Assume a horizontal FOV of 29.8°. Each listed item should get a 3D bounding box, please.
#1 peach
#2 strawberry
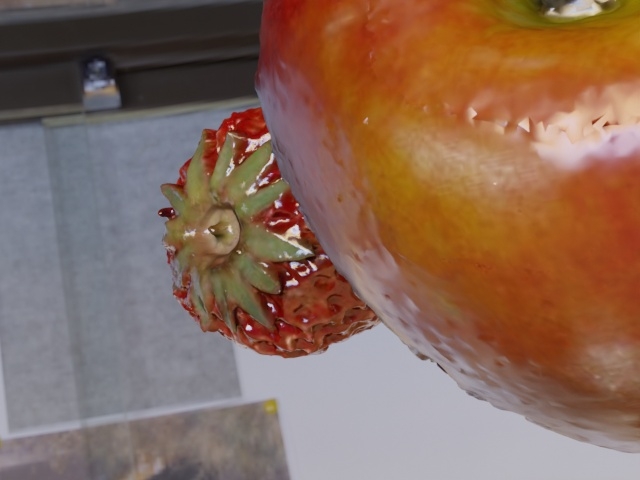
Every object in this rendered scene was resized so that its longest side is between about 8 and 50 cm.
[{"bbox_3d":[0.184,-0.067,0.605,0.405,0.335,0.310,28,152,-32],"label":"peach"},{"bbox_3d":[0.000,0.000,0.984,0.205,0.205,0.244,-29,158,37],"label":"strawberry"}]
